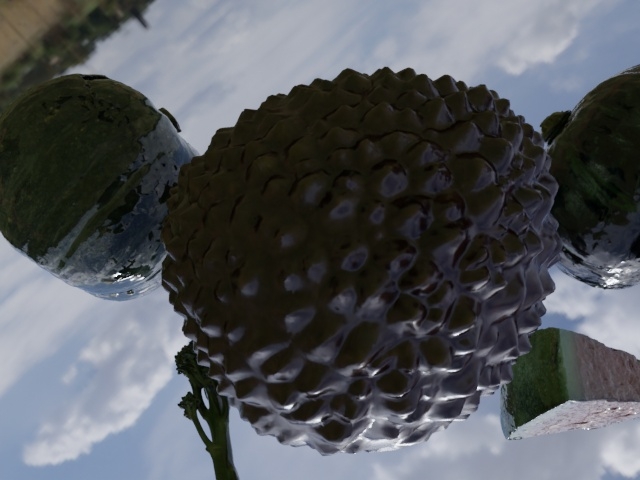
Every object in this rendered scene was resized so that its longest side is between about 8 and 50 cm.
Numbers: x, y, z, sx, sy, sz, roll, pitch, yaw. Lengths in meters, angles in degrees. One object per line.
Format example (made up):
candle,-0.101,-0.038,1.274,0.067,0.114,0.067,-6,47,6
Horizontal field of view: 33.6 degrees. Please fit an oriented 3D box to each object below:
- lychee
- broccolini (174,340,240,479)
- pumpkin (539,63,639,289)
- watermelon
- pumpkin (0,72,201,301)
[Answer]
lychee,0.028,0.014,0.805,0.330,0.306,0.306,-42,-164,23
broccolini,-0.140,0.277,1.311,0.074,0.079,0.392,-11,-137,2
pumpkin,0.385,-0.089,1.331,0.315,0.238,0.315,-46,170,-11
watermelon,0.396,0.218,1.567,0.193,0.256,0.140,142,-49,-58
pumpkin,-0.282,-0.070,1.387,0.257,0.291,0.327,-48,-179,-2
